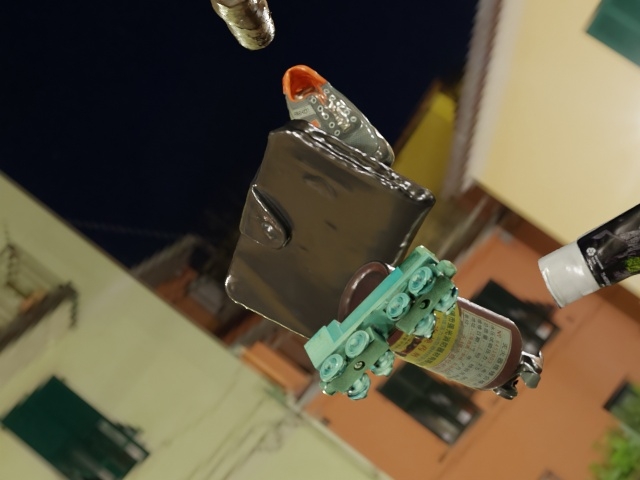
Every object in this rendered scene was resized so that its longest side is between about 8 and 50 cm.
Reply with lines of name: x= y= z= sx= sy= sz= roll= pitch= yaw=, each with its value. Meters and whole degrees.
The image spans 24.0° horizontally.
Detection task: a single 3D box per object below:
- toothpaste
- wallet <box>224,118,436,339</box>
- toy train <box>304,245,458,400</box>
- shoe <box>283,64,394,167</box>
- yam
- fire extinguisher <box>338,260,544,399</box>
toothpaste: x=0.268 y=-0.010 z=1.205 sx=0.193 sy=0.071 sz=0.045 roll=-27 pitch=28 yaw=13
wallet: x=0.000 y=0.000 z=1.738 sx=0.051 sy=0.197 sz=0.377 roll=-59 pitch=-4 yaw=-33
toy train: x=0.032 y=0.041 z=0.760 sx=0.092 sy=0.045 sz=0.029 roll=-46 pitch=-57 yaw=9
shoe: x=0.013 y=-0.141 z=1.790 sx=0.074 sy=0.194 sz=0.077 roll=-37 pitch=-44 yaw=-7
yam: x=-0.084 y=-0.252 z=1.650 sx=0.057 sy=0.057 sz=0.241 roll=-53 pitch=-7 yaw=-2
fire extinguisher: x=0.133 y=0.083 z=1.404 sx=0.252 sy=0.106 sz=0.075 roll=23 pitch=-54 yaw=-31
